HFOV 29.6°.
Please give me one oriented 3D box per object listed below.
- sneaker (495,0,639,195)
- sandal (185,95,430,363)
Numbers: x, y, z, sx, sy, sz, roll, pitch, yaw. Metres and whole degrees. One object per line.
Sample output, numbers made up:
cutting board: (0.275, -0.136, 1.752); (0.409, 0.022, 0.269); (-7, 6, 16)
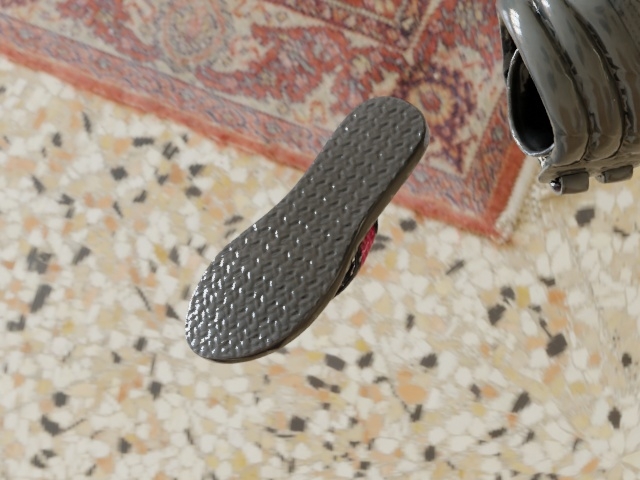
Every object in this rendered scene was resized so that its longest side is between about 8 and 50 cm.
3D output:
sneaker: (0.178, -0.061, 0.606); (0.147, 0.296, 0.104); (-27, 50, 14)
sandal: (0.000, 0.000, 0.643); (0.067, 0.040, 0.179); (29, 69, 29)
